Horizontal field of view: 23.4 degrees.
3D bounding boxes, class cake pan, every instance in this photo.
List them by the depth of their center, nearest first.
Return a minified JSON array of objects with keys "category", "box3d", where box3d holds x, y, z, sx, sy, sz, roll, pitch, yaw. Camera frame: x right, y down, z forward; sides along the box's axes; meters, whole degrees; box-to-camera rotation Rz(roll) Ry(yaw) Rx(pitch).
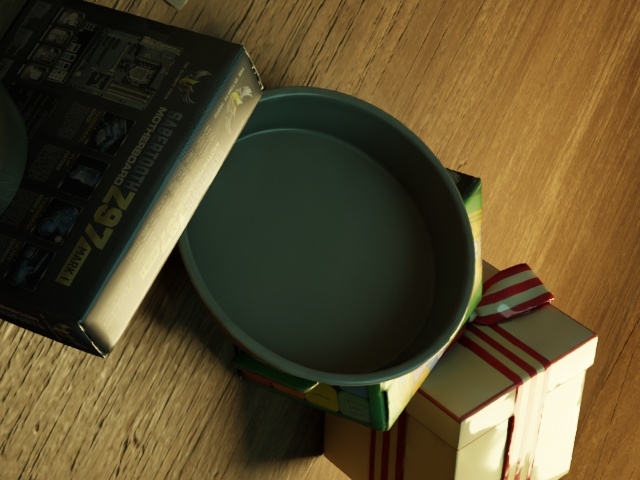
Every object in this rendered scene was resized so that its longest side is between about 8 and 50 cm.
[{"category":"cake pan","box3d":[0.000,0.000,1.400,0.293,0.293,0.054,-54,-176,-34]}]

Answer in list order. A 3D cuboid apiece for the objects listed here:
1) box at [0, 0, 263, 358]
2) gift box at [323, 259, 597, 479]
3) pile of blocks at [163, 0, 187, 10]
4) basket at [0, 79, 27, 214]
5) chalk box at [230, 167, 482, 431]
[{"category":"box","box3d":[-0.173,-0.053,1.072,0.233,0.183,0.059,-62,154,-20]},{"category":"gift box","box3d":[0.134,0.164,1.794,0.255,0.276,0.258,-31,139,-36]},{"category":"pile of blocks","box3d":[-0.121,-0.305,1.017,0.149,0.112,0.362,-34,128,-18]},{"category":"basket","box3d":[-0.274,-0.086,0.888,0.204,0.154,0.227,-64,158,-13]},{"category":"chalk box","box3d":[0.024,0.060,1.565,0.289,0.180,0.179,-49,147,-38]}]
